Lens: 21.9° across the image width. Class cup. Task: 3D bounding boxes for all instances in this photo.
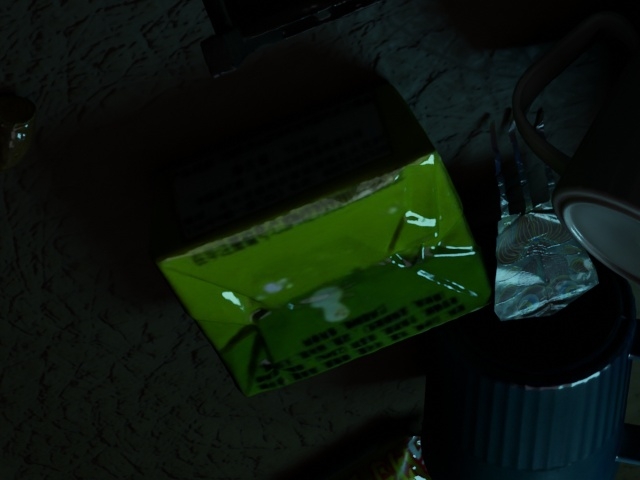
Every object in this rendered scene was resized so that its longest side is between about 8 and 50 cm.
[{"bbox_3d":[0.261,0.171,1.892,0.242,0.308,0.292,-40,148,-26],"label":"cup"},{"bbox_3d":[0.343,-0.112,1.551,0.288,0.273,0.208,35,168,-4],"label":"cup"}]

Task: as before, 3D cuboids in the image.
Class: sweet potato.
[{"bbox_3d":[-0.300,-0.085,1.544,0.049,0.049,0.117,6,134,-27],"label":"sweet potato"}]

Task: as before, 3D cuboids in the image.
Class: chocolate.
[{"bbox_3d":[0.000,0.000,1.698,0.301,0.137,0.289,-22,144,5],"label":"chocolate"}]

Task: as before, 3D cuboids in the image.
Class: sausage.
[{"bbox_3d":[0.073,0.337,2.167,0.317,0.117,0.125,-34,105,22],"label":"sausage"}]

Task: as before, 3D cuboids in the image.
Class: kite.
[{"bbox_3d":[0.228,-0.028,1.748,0.127,0.016,0.229,-16,108,-22],"label":"kite"}]

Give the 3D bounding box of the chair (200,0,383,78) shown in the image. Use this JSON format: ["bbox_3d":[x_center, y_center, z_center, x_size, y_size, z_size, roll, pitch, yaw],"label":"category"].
[{"bbox_3d":[-0.021,-0.284,1.305,0.203,0.416,0.240,-22,99,6],"label":"chair"}]
